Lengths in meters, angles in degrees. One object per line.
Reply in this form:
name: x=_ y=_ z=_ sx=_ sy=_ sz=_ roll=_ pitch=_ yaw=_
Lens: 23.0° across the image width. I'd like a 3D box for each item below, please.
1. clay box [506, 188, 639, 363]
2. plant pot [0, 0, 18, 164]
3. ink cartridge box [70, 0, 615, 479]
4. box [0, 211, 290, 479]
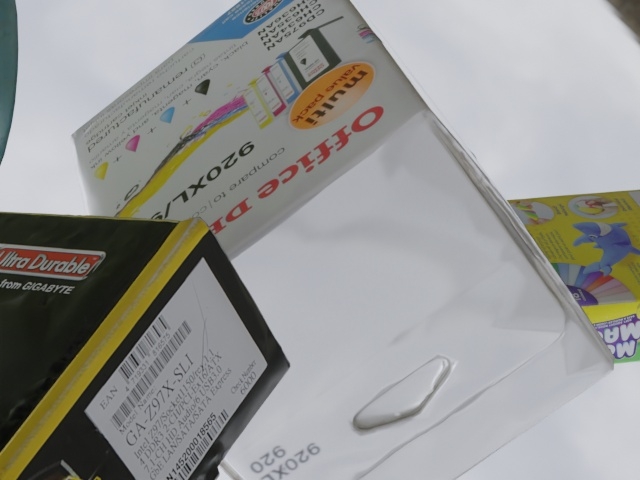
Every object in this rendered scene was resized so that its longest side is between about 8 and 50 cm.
clay box: x=0.158 y=0.024 z=0.982 sx=0.222 sy=0.053 sz=0.127 roll=-5 pitch=-148 yaw=-9
plant pot: x=-0.217 y=-0.039 z=0.349 sx=0.271 sy=0.271 sz=0.255 roll=46 pitch=-147 yaw=9
ink cartridge box: x=0.000 y=0.000 z=0.771 sx=0.168 sy=0.171 sz=0.232 roll=50 pitch=-173 yaw=-29
box: x=-0.205 y=0.098 z=0.530 sx=0.257 sy=0.322 sz=0.079 roll=-56 pitch=-49 yaw=-31
